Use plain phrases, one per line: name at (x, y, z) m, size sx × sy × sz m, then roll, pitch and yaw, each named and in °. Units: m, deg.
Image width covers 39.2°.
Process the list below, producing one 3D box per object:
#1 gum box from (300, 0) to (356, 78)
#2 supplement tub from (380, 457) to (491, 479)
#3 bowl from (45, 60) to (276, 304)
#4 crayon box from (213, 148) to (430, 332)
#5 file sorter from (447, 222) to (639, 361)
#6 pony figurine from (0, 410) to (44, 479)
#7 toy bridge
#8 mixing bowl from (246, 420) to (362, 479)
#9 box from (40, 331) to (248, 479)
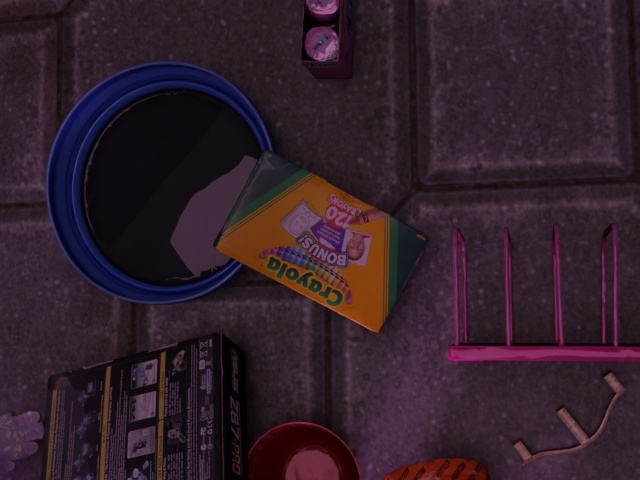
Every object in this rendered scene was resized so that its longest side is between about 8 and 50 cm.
gum box at (0.015, -0.356, 1.398) m, size 0.062 × 0.107 × 0.189 m, roll 2°, pitch 86°, yaw 13°
supplement tub at (0.180, 0.481, 1.200) m, size 0.207 × 0.207 × 0.338 m, roll -16°, pitch 54°, yaw 11°
bowl at (-0.250, -0.090, 1.454) m, size 0.391 × 0.077 × 0.391 m, roll -1°, pitch 86°, yaw 13°
crayon box at (0.000, 0.000, 1.342) m, size 0.278 × 0.081 × 0.165 m, roll 28°, pitch 92°, yaw -8°
file sorter at (0.329, 0.074, 1.247) m, size 0.290 × 0.202 × 0.182 m, roll -1°, pitch 84°, yaw 13°
pony figurine at (-0.595, 0.437, 1.389) m, size 0.350 × 0.363 × 0.303 m, roll -15°, pitch 75°, yaw -4°
toy bridge at (0.369, 0.271, 1.312) m, size 0.188 × 0.026 × 0.063 m, roll -40°, pitch 80°, yaw 7°
mixing bowl at (-0.021, 0.362, 1.353) m, size 0.181 × 0.098 × 0.182 m, roll -2°, pitch 81°, yaw 10°
box at (-0.262, 0.359, 1.322) m, size 0.318 × 0.097 × 0.395 m, roll -16°, pitch 57°, yaw 15°
